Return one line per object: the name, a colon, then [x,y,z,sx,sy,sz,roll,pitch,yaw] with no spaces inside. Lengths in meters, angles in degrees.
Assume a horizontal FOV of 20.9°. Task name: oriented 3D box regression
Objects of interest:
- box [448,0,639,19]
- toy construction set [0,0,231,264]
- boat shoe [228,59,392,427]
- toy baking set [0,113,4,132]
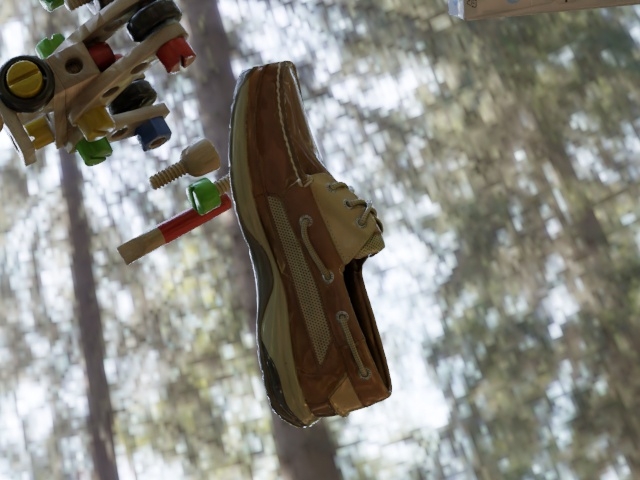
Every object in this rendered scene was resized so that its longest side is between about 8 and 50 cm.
box: [0.175,-0.228,1.163,0.186,0.038,0.145,-8,-76,-13]
toy construction set: [-0.248,-0.116,1.825,0.237,0.257,0.309,-31,-76,-22]
boat shoe: [0.000,0.000,1.547,0.120,0.324,0.122,-8,3,15]
toy baking set: [-0.243,0.008,0.975,0.256,0.196,0.030,-2,-22,43]
